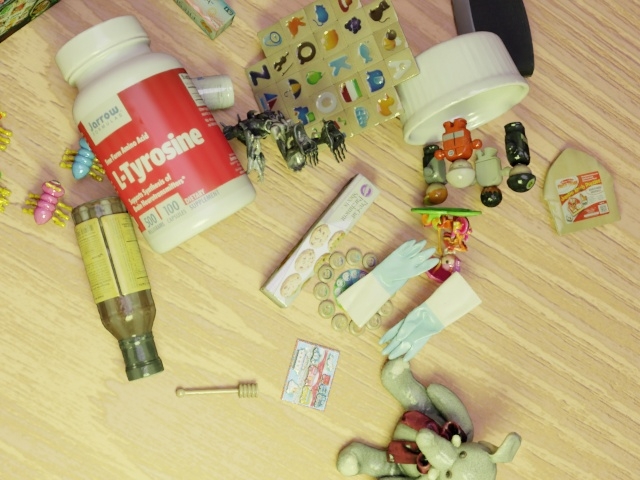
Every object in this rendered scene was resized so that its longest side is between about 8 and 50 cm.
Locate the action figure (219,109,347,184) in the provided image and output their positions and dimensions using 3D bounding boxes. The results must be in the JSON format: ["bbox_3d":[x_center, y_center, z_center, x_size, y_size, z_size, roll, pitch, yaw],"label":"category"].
[{"bbox_3d":[-0.089,-0.187,1.512,0.164,0.276,0.141,-24,116,-38],"label":"action figure"}]

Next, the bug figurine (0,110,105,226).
[{"bbox_3d":[-0.557,-0.143,1.452,0.279,0.072,0.216,17,79,-13],"label":"bug figurine"}]

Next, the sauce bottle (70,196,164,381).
[{"bbox_3d":[-0.379,0.094,1.448,0.111,0.111,0.344,-14,87,-17],"label":"sauce bottle"}]

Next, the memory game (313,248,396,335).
[{"bbox_3d":[0.075,0.110,1.619,0.186,0.012,0.186,2,82,-15],"label":"memory game"}]

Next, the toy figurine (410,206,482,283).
[{"bbox_3d":[0.270,0.013,1.622,0.130,0.173,0.159,-4,97,-33],"label":"toy figurine"}]

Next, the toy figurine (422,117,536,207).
[{"bbox_3d":[0.329,-0.151,1.620,0.213,0.209,0.148,2,72,-15],"label":"toy figurine"}]

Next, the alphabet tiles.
[{"bbox_3d":[0.018,-0.346,1.562,0.342,0.011,0.285,-23,88,20],"label":"alphabet tiles"}]

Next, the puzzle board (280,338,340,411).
[{"bbox_3d":[-0.019,0.278,1.572,0.096,0.011,0.128,18,78,-12],"label":"puzzle board"}]

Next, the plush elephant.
[{"bbox_3d":[0.233,0.423,1.492,0.330,0.255,0.272,38,75,-7],"label":"plush elephant"}]

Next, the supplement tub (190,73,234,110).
[{"bbox_3d":[-0.236,-0.300,1.560,0.107,0.071,0.071,-11,86,-17],"label":"supplement tub"}]

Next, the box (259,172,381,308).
[{"bbox_3d":[0.000,0.000,1.587,0.067,0.063,0.324,42,74,-7],"label":"box"}]

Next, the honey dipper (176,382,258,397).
[{"bbox_3d":[-0.204,0.298,1.510,0.161,0.030,0.030,2,82,-13],"label":"honey dipper"}]

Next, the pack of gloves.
[{"bbox_3d":[0.183,0.125,1.591,0.232,0.046,0.195,-39,81,2],"label":"pack of gloves"}]

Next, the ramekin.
[{"bbox_3d":[0.283,-0.319,1.605,0.277,0.277,0.135,-18,80,-17],"label":"ramekin"}]

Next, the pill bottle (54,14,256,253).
[{"bbox_3d":[-0.314,-0.199,1.433,0.229,0.229,0.407,-32,95,-17],"label":"pill bottle"}]

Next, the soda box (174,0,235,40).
[{"bbox_3d":[-0.264,-0.509,1.588,0.183,0.058,0.063,45,74,-6],"label":"soda box"}]

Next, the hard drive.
[{"bbox_3d":[0.404,-0.497,1.769,0.172,0.054,0.254,-11,86,-16],"label":"hard drive"}]

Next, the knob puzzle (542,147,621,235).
[{"bbox_3d":[0.598,-0.121,1.783,0.213,0.030,0.213,2,83,-14],"label":"knob puzzle"}]

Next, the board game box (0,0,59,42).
[{"bbox_3d":[-0.548,-0.473,1.466,0.260,0.136,0.030,-43,91,-17],"label":"board game box"}]
